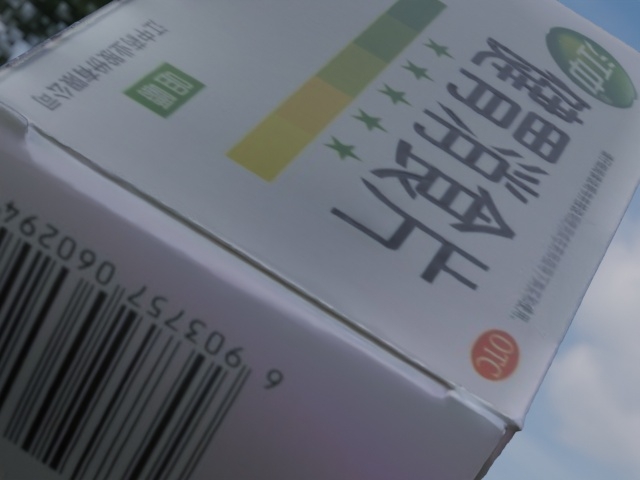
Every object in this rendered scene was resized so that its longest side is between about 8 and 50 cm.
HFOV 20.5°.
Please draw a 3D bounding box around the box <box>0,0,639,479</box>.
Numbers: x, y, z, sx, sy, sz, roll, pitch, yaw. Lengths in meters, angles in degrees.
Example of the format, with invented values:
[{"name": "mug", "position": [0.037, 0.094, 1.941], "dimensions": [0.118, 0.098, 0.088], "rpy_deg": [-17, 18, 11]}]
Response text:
[{"name": "box", "position": [0.000, -0.001, 0.617], "dimensions": [0.173, 0.145, 0.333], "rpy_deg": [34, 28, 5]}]
